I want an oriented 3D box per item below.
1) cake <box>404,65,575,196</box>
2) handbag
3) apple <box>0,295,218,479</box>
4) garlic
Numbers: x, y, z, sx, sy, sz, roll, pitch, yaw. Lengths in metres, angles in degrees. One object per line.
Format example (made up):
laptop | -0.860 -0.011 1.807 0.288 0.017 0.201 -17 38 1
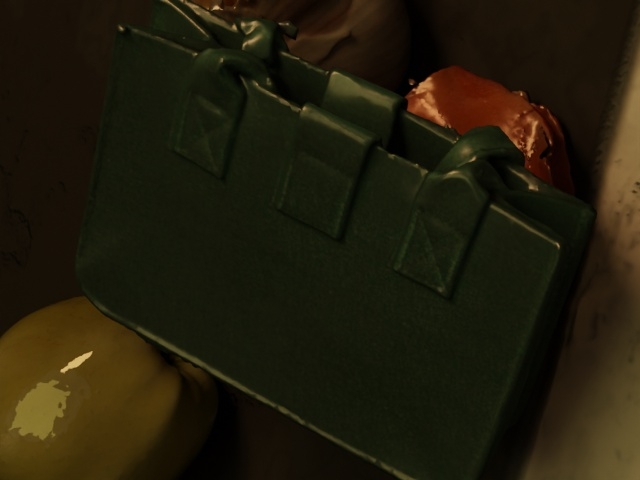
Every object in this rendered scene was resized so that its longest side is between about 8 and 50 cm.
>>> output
cake | 0.053 -0.021 1.264 0.287 0.098 0.135 -29 78 37
handbag | 0.000 0.001 1.176 0.326 0.089 0.238 29 129 17
apple | -0.180 0.135 1.464 0.200 0.200 0.200 -1 89 48
garlic | -0.064 -0.129 1.319 0.257 0.207 0.207 -5 86 45
